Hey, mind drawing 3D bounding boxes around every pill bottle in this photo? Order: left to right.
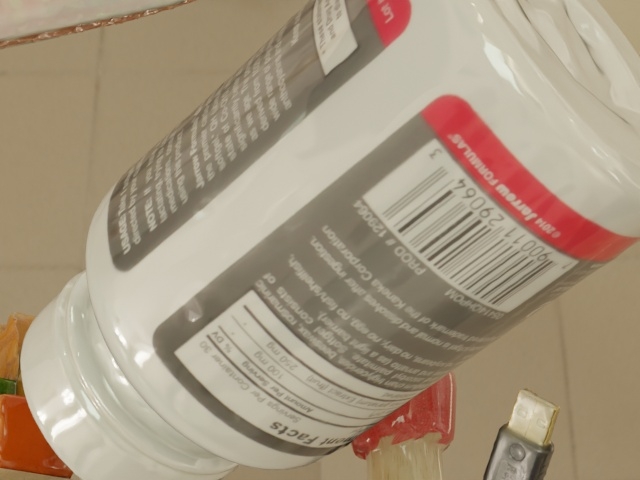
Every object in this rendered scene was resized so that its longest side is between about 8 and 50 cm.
[{"bbox_3d":[0.000,0.000,0.644,0.318,0.176,0.176,-39,60,28],"label":"pill bottle"}]

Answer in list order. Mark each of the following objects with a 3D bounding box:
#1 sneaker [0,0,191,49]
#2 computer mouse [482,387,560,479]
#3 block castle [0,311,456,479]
[{"bbox_3d":[-0.133,-0.123,0.458,0.302,0.108,0.121,-16,99,-27],"label":"sneaker"},{"bbox_3d":[0.172,0.069,0.562,0.184,0.262,0.060,16,29,-6],"label":"computer mouse"},{"bbox_3d":[-0.137,0.186,1.004,0.303,0.453,0.213,13,62,-31],"label":"block castle"}]
